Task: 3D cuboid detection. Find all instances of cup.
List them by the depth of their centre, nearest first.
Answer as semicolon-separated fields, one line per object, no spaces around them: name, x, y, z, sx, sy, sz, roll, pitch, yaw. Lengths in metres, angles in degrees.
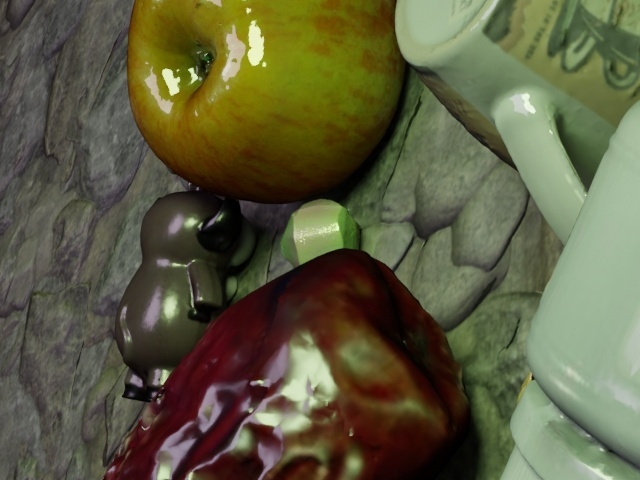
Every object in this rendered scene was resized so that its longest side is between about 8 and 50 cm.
cup;0.187;-0.103;1.137;0.227;0.257;0.301;-37;43;46

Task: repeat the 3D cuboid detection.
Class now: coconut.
coconut;0.000;0.000;1.557;0.081;0.082;0.083;-13;63;17

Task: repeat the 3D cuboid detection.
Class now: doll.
doll;-0.149;0.051;1.727;0.182;0.117;0.257;-1;70;55

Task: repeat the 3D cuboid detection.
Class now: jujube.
jujube;-0.036;0.187;1.306;0.376;0.258;0.258;-58;30;10

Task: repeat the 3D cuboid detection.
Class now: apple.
apple;-0.066;-0.183;1.600;0.301;0.302;0.301;-38;40;41

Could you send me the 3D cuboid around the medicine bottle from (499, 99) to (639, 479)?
medicine bottle;0.236;0.089;0.924;0.245;0.245;0.306;43;114;60

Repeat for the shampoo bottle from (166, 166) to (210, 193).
shampoo bottle;-0.134;-0.093;1.882;0.165;0.040;0.080;4;76;59

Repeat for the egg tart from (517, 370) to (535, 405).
egg tart;0.198;0.128;1.166;0.129;0.049;0.128;-29;52;44
